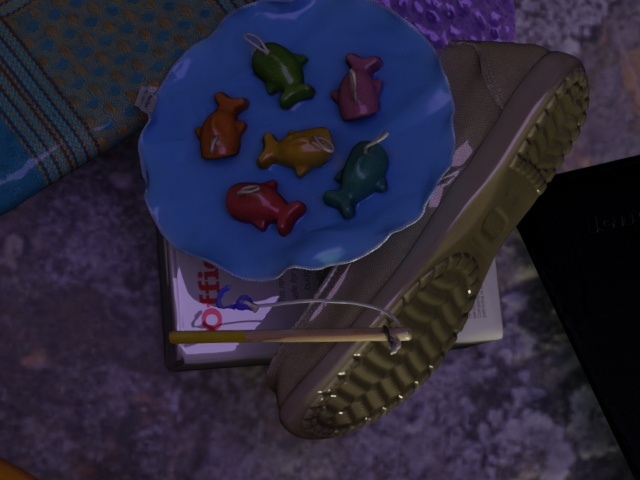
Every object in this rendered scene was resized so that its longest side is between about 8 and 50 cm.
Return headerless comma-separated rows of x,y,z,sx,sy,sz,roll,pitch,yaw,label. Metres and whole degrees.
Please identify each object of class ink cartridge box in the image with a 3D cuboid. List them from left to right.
0.000,0.000,1.046,0.203,0.086,0.148,-3,82,-12,ink cartridge box

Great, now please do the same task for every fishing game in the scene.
-0.018,-0.066,0.938,0.189,0.041,0.264,3,67,17,fishing game

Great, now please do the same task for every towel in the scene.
-0.196,-0.162,1.014,0.370,0.040,0.271,-32,78,-20,towel

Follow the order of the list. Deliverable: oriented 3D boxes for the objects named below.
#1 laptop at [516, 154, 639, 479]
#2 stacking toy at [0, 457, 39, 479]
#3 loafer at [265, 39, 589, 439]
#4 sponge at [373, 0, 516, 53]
0.357,0.148,1.142,0.381,0.236,0.408,-13,114,-13,laptop
-0.072,0.265,0.930,0.479,0.350,0.351,4,81,-31,stacking toy
0.051,-0.006,0.968,0.092,0.102,0.268,33,81,30,loafer
0.026,-0.134,1.099,0.210,0.031,0.117,0,82,-13,sponge
